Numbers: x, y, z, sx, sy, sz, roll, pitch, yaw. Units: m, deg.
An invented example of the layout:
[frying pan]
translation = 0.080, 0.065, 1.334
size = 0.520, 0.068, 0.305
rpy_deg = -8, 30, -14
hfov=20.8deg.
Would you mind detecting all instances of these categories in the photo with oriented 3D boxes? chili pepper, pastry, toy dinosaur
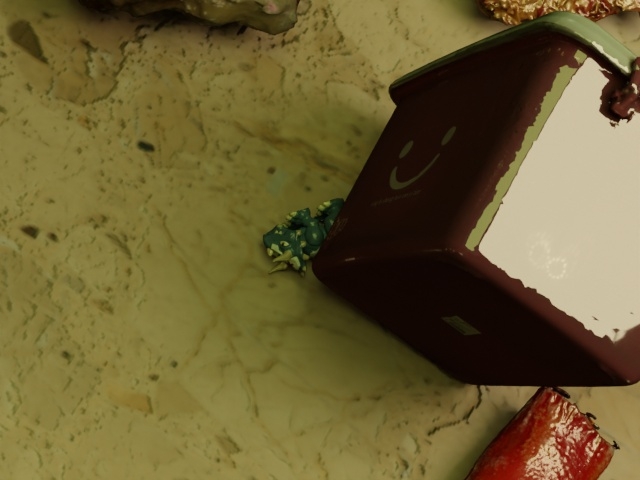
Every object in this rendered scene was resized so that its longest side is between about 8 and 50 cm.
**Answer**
[chili pepper]
translation = 0.138, 0.164, 1.184
size = 0.070, 0.073, 0.123
rpy_deg = 17, 55, 44
[pastry]
translation = 0.194, -0.205, 1.342
size = 0.169, 0.063, 0.087
rpy_deg = -3, 93, -14
[toy dinosaur]
translation = 0.000, 0.000, 1.244
size = 0.083, 0.030, 0.047
rpy_deg = -16, 73, -14

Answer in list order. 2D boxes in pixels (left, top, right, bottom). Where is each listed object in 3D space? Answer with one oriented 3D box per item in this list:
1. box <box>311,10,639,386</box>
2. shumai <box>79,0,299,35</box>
[box]
translation = 0.130, -0.011, 1.132
size = 0.193, 0.294, 0.167
rpy_deg = 34, 75, -14
[shumai]
translation = -0.076, -0.235, 1.262
size = 0.175, 0.166, 0.206
rpy_deg = 28, 91, -7
